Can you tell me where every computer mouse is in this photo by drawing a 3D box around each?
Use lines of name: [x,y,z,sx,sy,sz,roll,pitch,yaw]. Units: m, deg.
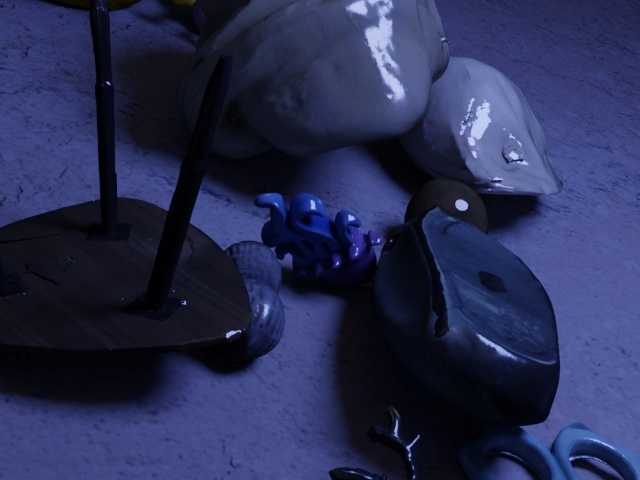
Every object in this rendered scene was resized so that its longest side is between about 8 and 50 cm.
computer mouse: [0.146,0.083,1.106,0.203,0.114,0.374,29,20,-5]

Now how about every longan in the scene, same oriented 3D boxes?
longan: [0.152,-0.016,1.309,0.106,0.106,0.119,22,69,3]

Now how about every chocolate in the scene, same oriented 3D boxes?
chocolate: [-0.071,0.058,1.069,0.072,0.072,0.167,14,28,-10]

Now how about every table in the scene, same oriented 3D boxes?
table: [-0.224,-0.069,0.947,0.317,0.249,0.317,3,26,-2]

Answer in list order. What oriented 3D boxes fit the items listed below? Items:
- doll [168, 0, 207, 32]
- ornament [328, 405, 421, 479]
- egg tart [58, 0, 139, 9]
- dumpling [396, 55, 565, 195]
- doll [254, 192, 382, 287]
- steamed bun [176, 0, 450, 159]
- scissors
doll: [-0.124,-0.406,1.770,0.160,0.094,0.365,29,32,9]
ornament: [0.131,0.223,0.891,0.236,0.080,0.202,31,40,25]
egg tart: [-0.369,-0.470,1.656,0.387,0.169,0.388,14,28,-7]
dumpling: [0.231,-0.156,1.507,0.260,0.181,0.341,12,7,-31]
doll: [0.000,0.000,1.148,0.206,0.110,0.067,40,38,-47]
steamed bun: [-0.016,-0.271,1.365,0.342,0.255,0.368,-7,24,23]
scissors: [0.245,0.287,0.933,0.191,0.029,0.360,6,35,-16]
